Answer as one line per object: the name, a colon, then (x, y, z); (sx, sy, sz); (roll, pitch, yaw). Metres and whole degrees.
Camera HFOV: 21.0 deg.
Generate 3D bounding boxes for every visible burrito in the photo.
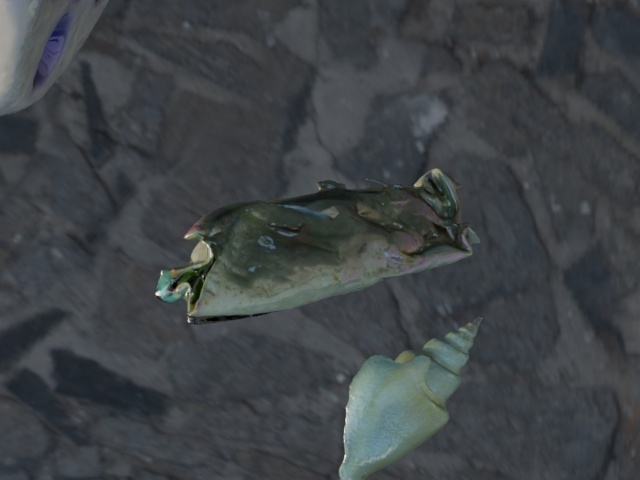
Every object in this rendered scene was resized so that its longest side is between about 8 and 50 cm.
burrito: (0.001, 0.004, 1.392); (0.309, 0.066, 0.096); (-13, 64, -37)

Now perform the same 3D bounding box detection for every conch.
conch: (0.068, 0.126, 1.361); (0.065, 0.088, 0.180); (36, 83, 26)

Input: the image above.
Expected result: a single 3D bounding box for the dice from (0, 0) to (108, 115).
dice: (-0.276, -0.248, 1.233); (0.259, 0.251, 0.243); (25, 52, -1)
